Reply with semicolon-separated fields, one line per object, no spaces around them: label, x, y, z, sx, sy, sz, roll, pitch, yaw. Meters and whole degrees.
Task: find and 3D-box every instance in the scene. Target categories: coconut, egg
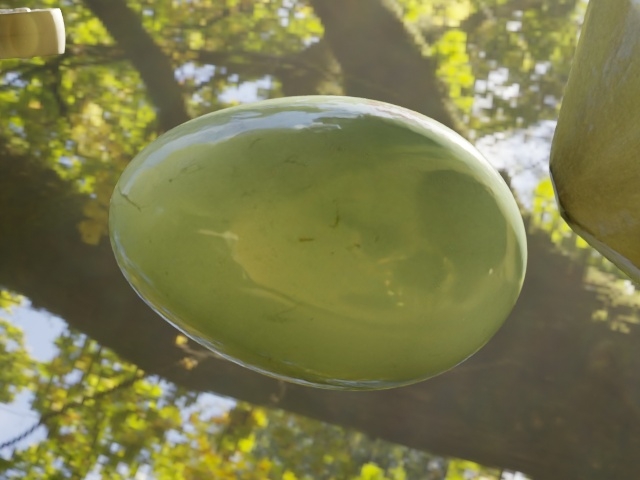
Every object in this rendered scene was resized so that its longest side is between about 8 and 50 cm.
coconut;0.237;-0.053;0.720;0.241;0.241;0.241;-20;-65;-50
egg;0.000;0.000;0.817;0.264;0.183;0.183;7;-86;-11

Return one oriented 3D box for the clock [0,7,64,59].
clock;-0.200;-0.107;0.691;0.087;0.129;0.041;-117;22;-77
